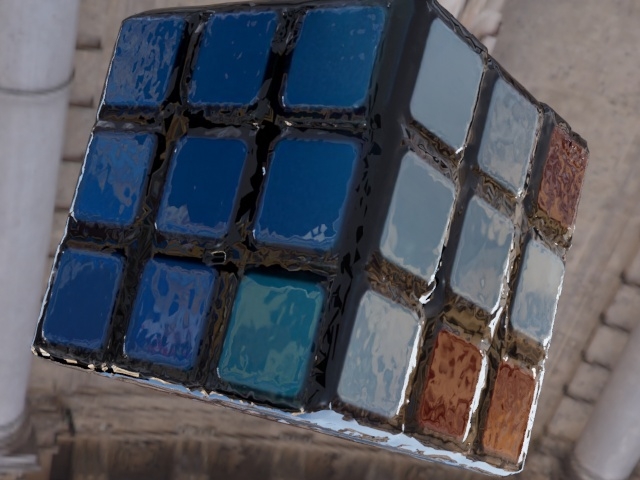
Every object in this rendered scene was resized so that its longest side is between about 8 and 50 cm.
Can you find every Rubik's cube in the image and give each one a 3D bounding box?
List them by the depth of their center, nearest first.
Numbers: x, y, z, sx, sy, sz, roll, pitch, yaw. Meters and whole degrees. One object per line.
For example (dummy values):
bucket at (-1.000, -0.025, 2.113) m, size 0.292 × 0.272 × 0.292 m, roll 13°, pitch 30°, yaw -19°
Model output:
Rubik's cube at (0.000, 0.000, 0.476) m, size 0.161 × 0.162 × 0.163 m, roll 6°, pitch 166°, yaw 39°
